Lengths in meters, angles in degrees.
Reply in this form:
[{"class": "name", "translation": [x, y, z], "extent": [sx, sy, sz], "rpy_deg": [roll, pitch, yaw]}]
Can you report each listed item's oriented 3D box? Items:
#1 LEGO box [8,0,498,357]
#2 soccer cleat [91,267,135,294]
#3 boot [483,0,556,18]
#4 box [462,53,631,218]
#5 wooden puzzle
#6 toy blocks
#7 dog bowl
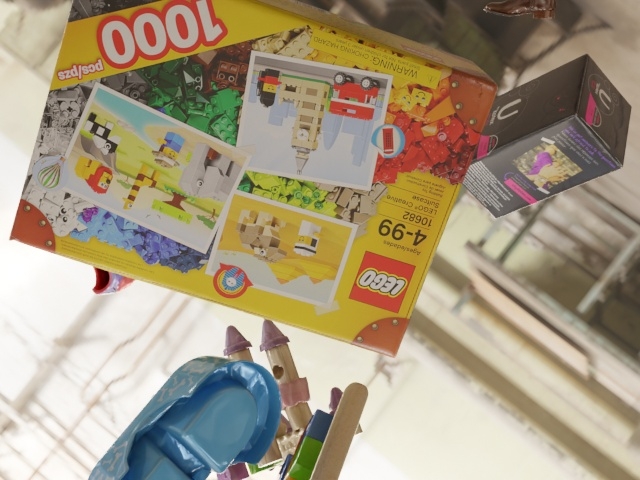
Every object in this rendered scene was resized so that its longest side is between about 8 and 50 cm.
[{"class": "LEGO box", "translation": [-0.086, -0.117, 1.356], "extent": [0.500, 0.373, 0.193], "rpy_deg": [17, -164, -7]}, {"class": "soccer cleat", "translation": [-0.423, -0.014, 2.107], "extent": [0.083, 0.248, 0.095], "rpy_deg": [7, -158, 40]}, {"class": "boot", "translation": [0.289, -0.377, 1.530], "extent": [0.106, 0.114, 0.037], "rpy_deg": [6, -161, 15]}, {"class": "box", "translation": [0.379, -0.176, 1.863], "extent": [0.270, 0.165, 0.143], "rpy_deg": [-24, 124, 40]}, {"class": "wooden puzzle", "translation": [-0.043, 0.400, 1.543], "extent": [0.080, 0.322, 0.348], "rpy_deg": [21, 143, 2]}, {"class": "toy blocks", "translation": [-0.119, 0.271, 1.883], "extent": [0.309, 0.288, 0.260], "rpy_deg": [-6, -110, -49]}, {"class": "dog bowl", "translation": [-0.175, 0.268, 1.339], "extent": [0.074, 0.297, 0.166], "rpy_deg": [21, 155, 46]}]
